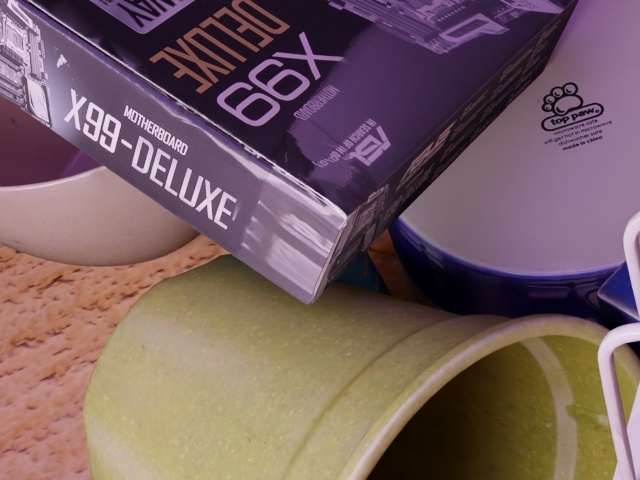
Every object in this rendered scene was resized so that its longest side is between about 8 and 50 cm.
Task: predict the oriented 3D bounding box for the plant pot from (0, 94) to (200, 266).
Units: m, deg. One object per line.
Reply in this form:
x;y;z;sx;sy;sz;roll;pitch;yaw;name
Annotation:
-0.151;-0.091;1.228;0.284;0.191;0.284;-8;52;11;plant pot

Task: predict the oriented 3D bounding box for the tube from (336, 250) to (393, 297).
0.000;0.000;1.104;0.052;0.207;0.080;-26;49;1;tube

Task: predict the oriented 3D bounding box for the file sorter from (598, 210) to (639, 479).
0.250;-0.009;0.812;0.193;0.173;0.277;8;58;23;file sorter

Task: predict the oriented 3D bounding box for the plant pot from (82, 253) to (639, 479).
0.006;0.130;0.994;0.254;0.276;0.276;26;64;43;plant pot

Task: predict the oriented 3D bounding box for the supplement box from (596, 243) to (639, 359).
0.350;0.005;1.006;0.195;0.194;0.356;33;69;33;supplement box

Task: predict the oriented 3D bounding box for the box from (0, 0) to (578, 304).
-0.018;-0.125;1.036;0.242;0.076;0.307;34;43;12;box

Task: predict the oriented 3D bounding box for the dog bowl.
0.168;-0.053;1.161;0.265;0.104;0.265;-8;52;10;dog bowl
